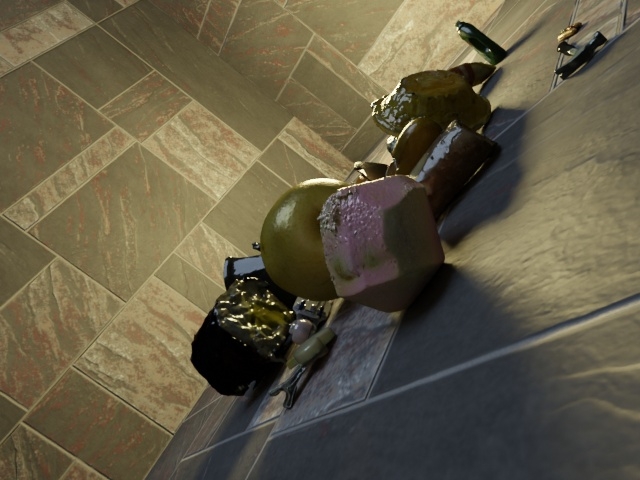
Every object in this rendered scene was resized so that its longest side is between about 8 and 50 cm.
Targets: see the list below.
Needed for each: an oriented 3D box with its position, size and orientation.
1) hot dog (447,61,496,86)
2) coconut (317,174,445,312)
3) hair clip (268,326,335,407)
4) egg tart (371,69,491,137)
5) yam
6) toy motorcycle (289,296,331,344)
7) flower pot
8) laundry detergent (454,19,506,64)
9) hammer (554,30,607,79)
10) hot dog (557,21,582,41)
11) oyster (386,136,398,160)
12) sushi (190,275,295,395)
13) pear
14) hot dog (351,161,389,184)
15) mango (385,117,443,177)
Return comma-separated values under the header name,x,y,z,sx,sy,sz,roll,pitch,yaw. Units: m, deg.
name,x,y,z,sx,sy,sz,roll,pitch,yaw
hot dog,0.487,-0.574,1.784,0.262,0.093,0.123,-27,-8,-4
coconut,0.115,0.016,0.954,0.234,0.244,0.233,-12,-6,-1
hair clip,-0.044,0.304,1.239,0.218,0.071,0.159,-50,3,-15
egg tart,0.315,-0.393,1.420,0.341,0.342,0.132,-58,-30,-44
yam,0.289,-0.163,1.158,0.238,0.128,0.129,-51,50,17
toy motorcycle,-0.029,0.221,1.501,0.112,0.113,0.254,-48,9,36
flower pot,-0.145,0.148,1.896,0.251,0.379,0.379,-24,20,29
laundry detergent,0.578,-0.730,1.826,0.063,0.211,0.137,-50,8,19
hammer,0.551,-0.415,1.109,0.103,0.029,0.246,-48,6,26
hot dog,0.617,-0.521,1.245,0.037,0.021,0.083,-51,7,-1
oyster,0.299,-0.317,1.730,0.351,0.158,0.162,-79,9,-75
sushi,-0.254,0.318,1.629,0.294,0.282,0.299,-53,12,35
pear,0.000,0.000,1.391,0.348,0.348,0.348,-52,6,8
hot dog,0.188,-0.146,1.591,0.326,0.194,0.107,-85,-1,-63
mango,0.247,-0.199,1.285,0.167,0.130,0.261,-25,-39,-29
